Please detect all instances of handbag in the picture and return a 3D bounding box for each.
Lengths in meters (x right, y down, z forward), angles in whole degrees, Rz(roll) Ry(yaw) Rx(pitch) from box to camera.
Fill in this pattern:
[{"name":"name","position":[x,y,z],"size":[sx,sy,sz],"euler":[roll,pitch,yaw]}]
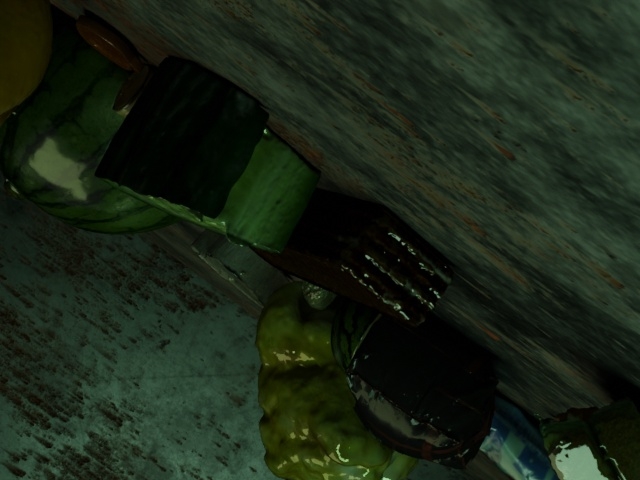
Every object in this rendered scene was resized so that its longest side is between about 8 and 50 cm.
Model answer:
[{"name":"handbag","position":[0.130,0.189,1.690],"size":[0.169,0.155,0.215],"euler":[27,168,15]}]

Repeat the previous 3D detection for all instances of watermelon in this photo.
[{"name":"watermelon","position":[0.066,0.107,1.884],"size":[0.094,0.125,0.135],"euler":[8,-149,-14]},{"name":"watermelon","position":[-0.270,-0.112,1.578],"size":[0.331,0.189,0.331],"euler":[31,176,2]}]

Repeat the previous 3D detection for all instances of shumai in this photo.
[{"name":"shumai","position":[-0.008,0.031,1.677],"size":[0.080,0.082,0.083],"euler":[35,149,15]}]

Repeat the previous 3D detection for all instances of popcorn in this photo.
[{"name":"popcorn","position":[0.021,0.241,2.049],"size":[0.292,0.293,0.334],"euler":[37,161,19]}]

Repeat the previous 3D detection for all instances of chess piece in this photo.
[{"name":"chess piece","position":[-0.129,-0.107,1.431],"size":[0.172,0.060,0.060],"euler":[37,173,-26]}]

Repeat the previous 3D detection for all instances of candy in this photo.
[{"name":"candy","position":[0.271,0.283,1.909],"size":[0.331,0.077,0.187],"euler":[44,-179,5]}]

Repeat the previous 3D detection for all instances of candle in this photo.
[{"name":"candle","position":[-0.125,0.046,2.285],"size":[0.168,0.068,0.192],"euler":[43,172,-24]}]

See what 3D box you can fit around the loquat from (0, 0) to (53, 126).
[{"name":"loquat","position":[-0.394,-0.206,1.268],"size":[0.276,0.276,0.284],"euler":[28,166,48]}]

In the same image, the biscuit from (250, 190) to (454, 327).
[{"name":"biscuit","position":[0.000,0.000,1.441],"size":[0.107,0.073,0.388],"euler":[41,171,-23]}]

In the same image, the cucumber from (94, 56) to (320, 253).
[{"name":"cucumber","position":[-0.105,-0.069,1.301],"size":[0.191,0.130,0.191],"euler":[33,176,3]}]

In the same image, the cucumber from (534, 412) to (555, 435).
[{"name":"cucumber","position":[0.332,0.270,1.741],"size":[0.168,0.039,0.039],"euler":[33,172,9]}]

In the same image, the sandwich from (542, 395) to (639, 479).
[{"name":"sandwich","position":[0.286,0.204,1.323],"size":[0.184,0.109,0.160],"euler":[56,-164,-23]}]

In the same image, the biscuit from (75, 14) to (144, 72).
[{"name":"biscuit","position":[-0.207,-0.195,1.386],"size":[0.078,0.015,0.091],"euler":[35,173,-3]}]
